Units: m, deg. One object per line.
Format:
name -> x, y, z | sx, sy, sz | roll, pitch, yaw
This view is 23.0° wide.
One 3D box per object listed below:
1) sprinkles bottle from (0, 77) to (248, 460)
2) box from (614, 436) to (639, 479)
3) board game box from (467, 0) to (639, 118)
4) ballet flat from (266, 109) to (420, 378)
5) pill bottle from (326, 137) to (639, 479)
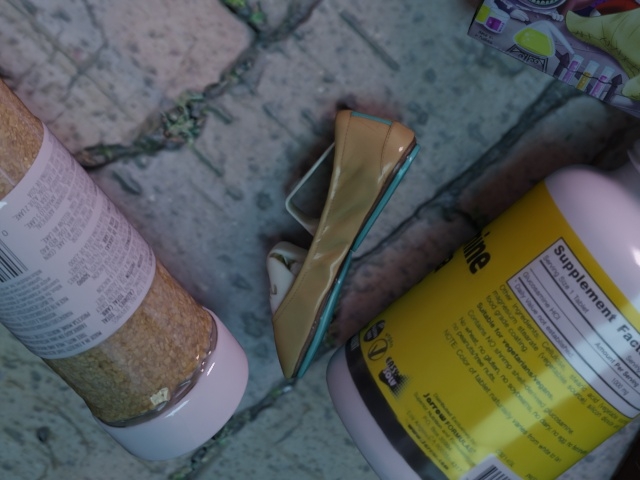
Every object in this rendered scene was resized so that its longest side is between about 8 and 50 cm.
sprinkles bottle -> -0.190, 0.012, 1.116 | 0.121, 0.121, 0.355 | -32, 126, 8
box -> 0.341, 0.336, 1.477 | 0.191, 0.143, 0.381 | 10, 123, -21
board game box -> 0.297, -0.151, 1.066 | 0.347, 0.056, 0.208 | 25, 128, 0
ballet flat -> 0.000, 0.000, 1.203 | 0.073, 0.080, 0.232 | 27, 115, 2
pill bottle -> 0.183, 0.063, 1.211 | 0.334, 0.188, 0.188 | -40, 125, 13
